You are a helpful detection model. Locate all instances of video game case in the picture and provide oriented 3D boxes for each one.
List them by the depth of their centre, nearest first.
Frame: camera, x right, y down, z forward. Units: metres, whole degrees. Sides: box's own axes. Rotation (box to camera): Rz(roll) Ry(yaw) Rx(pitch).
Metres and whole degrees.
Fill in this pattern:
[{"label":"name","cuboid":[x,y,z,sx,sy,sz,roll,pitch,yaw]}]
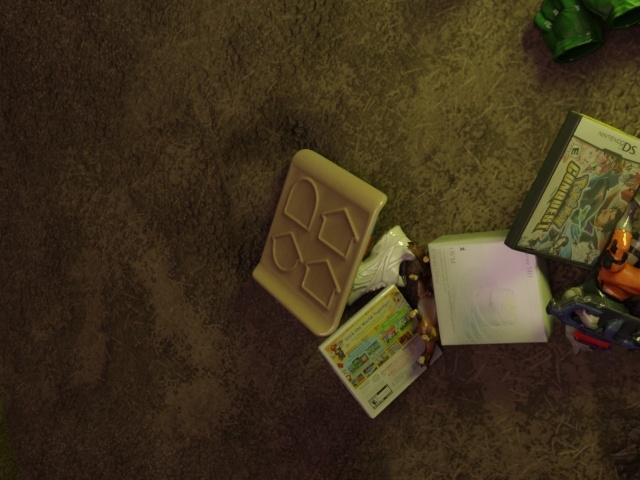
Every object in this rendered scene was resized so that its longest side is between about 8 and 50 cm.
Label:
[{"label":"video game case","cuboid":[0.504,-0.086,1.386,0.035,0.248,0.275,45,117,53]},{"label":"video game case","cuboid":[0.137,0.246,1.615,0.227,0.026,0.206,-39,103,-16]}]

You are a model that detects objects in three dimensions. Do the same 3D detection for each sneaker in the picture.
[{"label":"sneaker","cuboid":[0.137,0.082,1.665,0.115,0.090,0.232,43,114,9]}]

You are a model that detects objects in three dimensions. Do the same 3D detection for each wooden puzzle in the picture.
[{"label":"wooden puzzle","cuboid":[0.000,0.000,1.670,0.322,0.080,0.347,37,110,44]}]

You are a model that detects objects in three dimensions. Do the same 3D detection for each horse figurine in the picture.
[{"label":"horse figurine","cuboid":[0.231,0.137,1.580,0.066,0.174,0.263,-5,69,19]}]

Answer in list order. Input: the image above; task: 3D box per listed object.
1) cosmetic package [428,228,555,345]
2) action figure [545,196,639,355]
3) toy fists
[{"label":"cosmetic package","cuboid":[0.365,0.096,1.532,0.225,0.138,0.224,-6,96,24]},{"label":"action figure","cuboid":[0.625,0.111,1.435,0.341,0.178,0.330,28,119,-13]},{"label":"toy fists","cuboid":[0.504,-0.445,1.338,0.279,0.096,0.142,150,113,-67]}]
